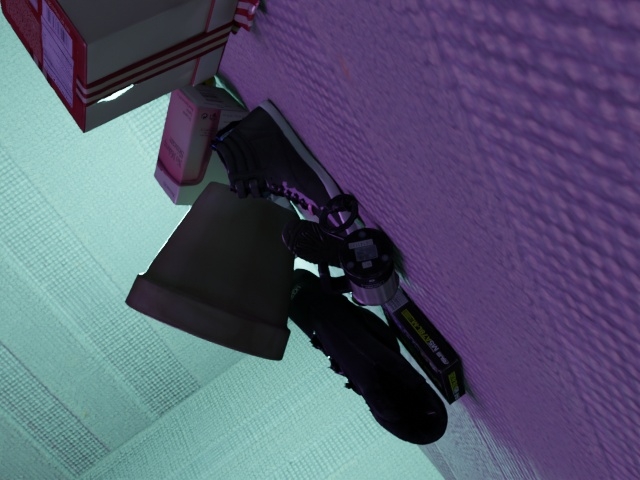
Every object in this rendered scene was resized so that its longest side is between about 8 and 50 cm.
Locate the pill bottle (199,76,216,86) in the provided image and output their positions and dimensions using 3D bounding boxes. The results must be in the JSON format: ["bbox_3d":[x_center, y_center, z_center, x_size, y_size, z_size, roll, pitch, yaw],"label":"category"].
[{"bbox_3d":[-0.297,-0.368,1.776,0.103,0.103,0.184,47,170,48],"label":"pill bottle"}]

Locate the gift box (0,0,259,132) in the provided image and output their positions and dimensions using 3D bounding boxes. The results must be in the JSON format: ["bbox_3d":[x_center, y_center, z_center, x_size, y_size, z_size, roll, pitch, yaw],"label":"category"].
[{"bbox_3d":[-0.241,-0.323,1.018,0.255,0.258,0.276,56,154,3],"label":"gift box"}]

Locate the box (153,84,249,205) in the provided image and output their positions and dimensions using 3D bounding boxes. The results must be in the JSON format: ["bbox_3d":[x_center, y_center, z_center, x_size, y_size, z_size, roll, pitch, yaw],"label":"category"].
[{"bbox_3d":[-0.264,-0.208,1.733,0.148,0.126,0.233,46,127,46],"label":"box"}]

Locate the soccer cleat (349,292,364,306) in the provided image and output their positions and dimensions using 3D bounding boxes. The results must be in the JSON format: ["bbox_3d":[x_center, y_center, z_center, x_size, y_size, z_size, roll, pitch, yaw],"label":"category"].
[{"bbox_3d":[0.091,0.106,1.645,0.072,0.060,0.179,40,179,-15],"label":"soccer cleat"}]

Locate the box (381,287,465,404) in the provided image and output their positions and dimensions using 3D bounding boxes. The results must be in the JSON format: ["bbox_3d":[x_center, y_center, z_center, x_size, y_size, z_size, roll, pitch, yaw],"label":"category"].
[{"bbox_3d":[0.180,0.184,1.412,0.191,0.045,0.184,52,171,30],"label":"box"}]

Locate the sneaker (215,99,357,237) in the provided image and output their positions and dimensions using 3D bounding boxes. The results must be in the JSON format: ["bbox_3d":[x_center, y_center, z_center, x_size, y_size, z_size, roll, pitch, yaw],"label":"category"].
[{"bbox_3d":[-0.066,-0.089,1.357,0.296,0.146,0.104,52,171,13],"label":"sneaker"}]

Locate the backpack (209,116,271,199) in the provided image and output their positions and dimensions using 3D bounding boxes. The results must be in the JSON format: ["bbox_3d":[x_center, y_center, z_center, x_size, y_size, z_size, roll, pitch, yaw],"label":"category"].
[{"bbox_3d":[-0.129,-0.162,1.561,0.158,0.116,0.173,57,173,-16],"label":"backpack"}]

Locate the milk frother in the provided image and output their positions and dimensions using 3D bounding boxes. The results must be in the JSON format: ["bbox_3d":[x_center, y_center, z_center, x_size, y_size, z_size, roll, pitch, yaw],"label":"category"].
[{"bbox_3d":[0.062,0.015,1.275,0.135,0.129,0.143,70,-154,-65],"label":"milk frother"}]

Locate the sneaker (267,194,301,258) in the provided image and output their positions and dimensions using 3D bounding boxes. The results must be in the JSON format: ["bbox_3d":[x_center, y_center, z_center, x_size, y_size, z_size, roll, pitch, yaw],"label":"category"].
[{"bbox_3d":[-0.157,-0.112,1.902,0.366,0.137,0.210,58,176,3],"label":"sneaker"}]

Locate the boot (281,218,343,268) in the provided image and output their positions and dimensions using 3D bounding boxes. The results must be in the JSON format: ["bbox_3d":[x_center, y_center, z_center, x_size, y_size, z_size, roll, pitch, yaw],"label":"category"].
[{"bbox_3d":[-0.002,0.002,1.485,0.189,0.076,0.208,27,-174,-17],"label":"boot"}]

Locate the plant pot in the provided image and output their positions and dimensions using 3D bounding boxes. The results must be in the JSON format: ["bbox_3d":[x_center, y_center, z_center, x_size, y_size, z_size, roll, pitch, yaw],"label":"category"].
[{"bbox_3d":[-0.175,0.049,1.546,0.323,0.281,0.323,22,177,1],"label":"plant pot"}]

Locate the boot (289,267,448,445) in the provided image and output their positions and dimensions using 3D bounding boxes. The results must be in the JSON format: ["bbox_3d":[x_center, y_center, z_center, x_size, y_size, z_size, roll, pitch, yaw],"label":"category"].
[{"bbox_3d":[0.123,0.250,1.575,0.367,0.146,0.445,35,179,-32],"label":"boot"}]
